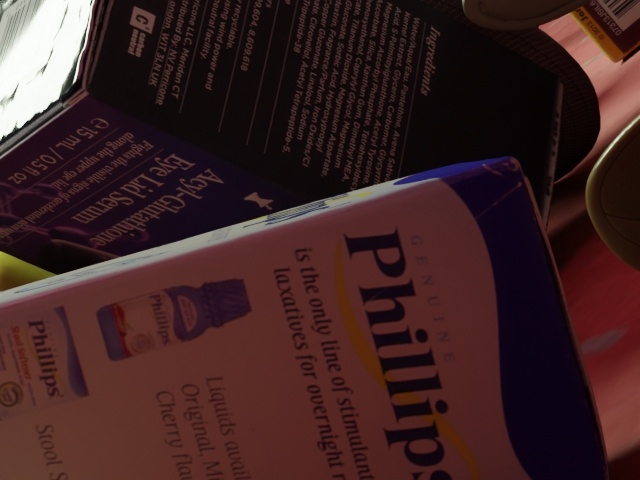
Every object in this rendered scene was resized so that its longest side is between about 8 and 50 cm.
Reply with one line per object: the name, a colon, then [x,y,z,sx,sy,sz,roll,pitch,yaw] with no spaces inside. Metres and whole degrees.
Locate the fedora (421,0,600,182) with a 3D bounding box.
fedora: [0.022,-0.120,0.905,0.275,0.244,0.124,52,-129,-71]

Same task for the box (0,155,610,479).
box: [-0.016,0.032,0.437,0.137,0.072,0.126,-15,2,-1]

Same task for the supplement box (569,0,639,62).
supplement box: [0.196,-0.194,1.243,0.081,0.104,0.188,-39,5,20]

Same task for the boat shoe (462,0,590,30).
boat shoe: [0.119,-0.176,0.706,0.081,0.068,0.227,7,-45,-39]

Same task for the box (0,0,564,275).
box: [-0.030,-0.038,0.764,0.153,0.207,0.108,-28,44,52]

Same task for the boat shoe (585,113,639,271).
boat shoe: [0.141,-0.041,0.507,0.153,0.056,0.048,-38,-4,26]

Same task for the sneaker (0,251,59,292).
sneaker: [-0.128,0.031,0.899,0.145,0.147,0.385,-45,-17,22]
